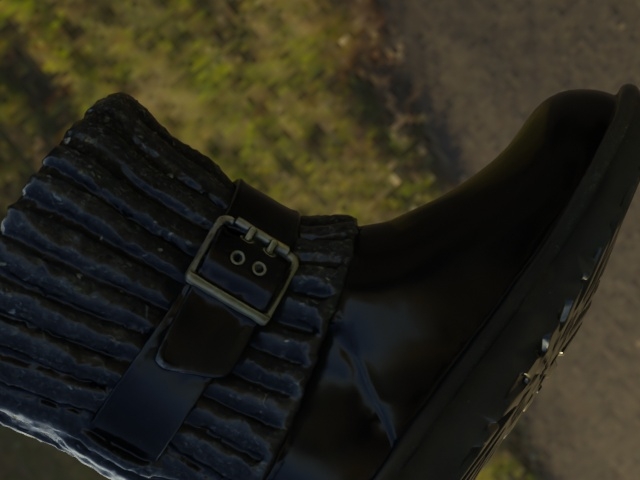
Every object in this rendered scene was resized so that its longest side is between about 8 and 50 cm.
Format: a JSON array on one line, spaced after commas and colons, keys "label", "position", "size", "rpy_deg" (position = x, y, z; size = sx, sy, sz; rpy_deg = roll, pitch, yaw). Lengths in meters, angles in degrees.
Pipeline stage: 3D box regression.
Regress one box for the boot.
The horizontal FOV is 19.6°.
[{"label": "boot", "position": [0.000, -0.001, 0.930], "size": [0.260, 0.348, 0.131], "rpy_deg": [32, 150, 12]}]
